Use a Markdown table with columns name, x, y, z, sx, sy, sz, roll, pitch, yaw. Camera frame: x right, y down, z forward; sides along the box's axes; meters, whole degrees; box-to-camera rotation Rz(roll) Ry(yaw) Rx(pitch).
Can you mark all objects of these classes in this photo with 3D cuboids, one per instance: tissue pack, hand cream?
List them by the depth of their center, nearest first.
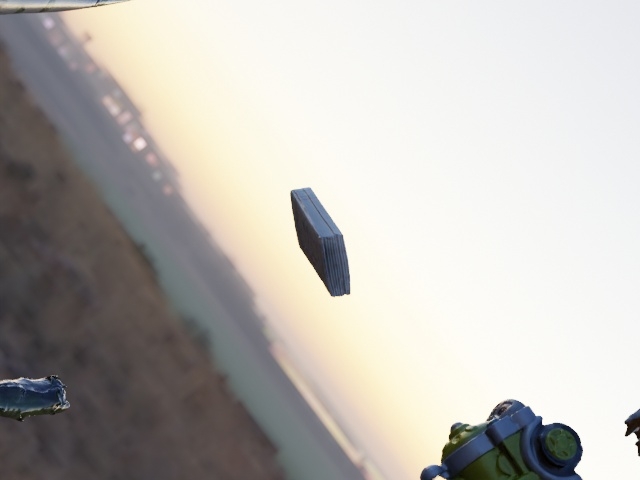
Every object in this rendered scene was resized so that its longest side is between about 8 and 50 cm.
| name | x | y | z | sx | sy | sz | roll | pitch | yaw |
| --- | --- | --- | --- | --- | --- | --- | --- | --- | --- |
| hand cream | -0.220 | -0.194 | 1.461 | 0.080 | 0.050 | 0.234 | 15 | 10 | 17 |
| tissue pack | 0.000 | 0.000 | 1.551 | 0.108 | 0.023 | 0.056 | -121 | -161 | -63 |

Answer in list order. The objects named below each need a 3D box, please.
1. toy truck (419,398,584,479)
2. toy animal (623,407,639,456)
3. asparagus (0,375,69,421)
| name | x | y | z | sx | sy | sz | roll | pitch | yaw |
| --- | --- | --- | --- | --- | --- | --- | --- | --- | --- |
| toy truck | 0.099 | 0.138 | 0.973 | 0.111 | 0.077 | 0.076 | 55 | -27 | 15 |
| toy animal | 0.343 | 0.215 | 1.782 | 0.272 | 0.197 | 0.160 | 46 | 4 | -32 |
| asparagus | -0.243 | 0.108 | 1.366 | 0.165 | 0.030 | 0.036 | 10 | 63 | -51 |
